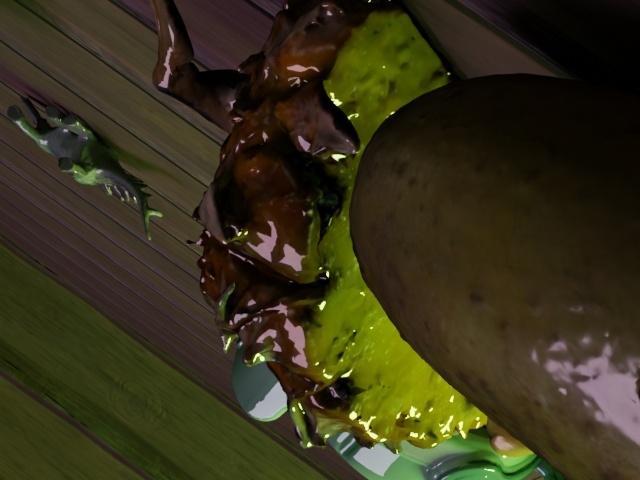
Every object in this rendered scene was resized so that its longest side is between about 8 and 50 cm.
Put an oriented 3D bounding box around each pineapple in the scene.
[{"bbox_3d":[-0.004,-0.002,0.821,0.158,0.161,0.334,32,172,31],"label":"pineapple"}]

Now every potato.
[{"bbox_3d":[0.138,0.037,0.600,0.298,0.141,0.176,39,159,22],"label":"potato"}]

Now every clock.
[{"bbox_3d":[0.060,0.075,0.972,0.211,0.159,0.066,34,127,-9],"label":"clock"}]

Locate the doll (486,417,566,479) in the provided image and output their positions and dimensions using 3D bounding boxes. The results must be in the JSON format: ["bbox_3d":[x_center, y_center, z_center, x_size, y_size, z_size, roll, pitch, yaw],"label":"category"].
[{"bbox_3d":[0.161,0.079,0.813,0.179,0.089,0.102,3,-170,38],"label":"doll"}]

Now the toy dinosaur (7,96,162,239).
[{"bbox_3d":[-0.183,-0.061,1.450,0.209,0.039,0.082,42,178,39],"label":"toy dinosaur"}]
